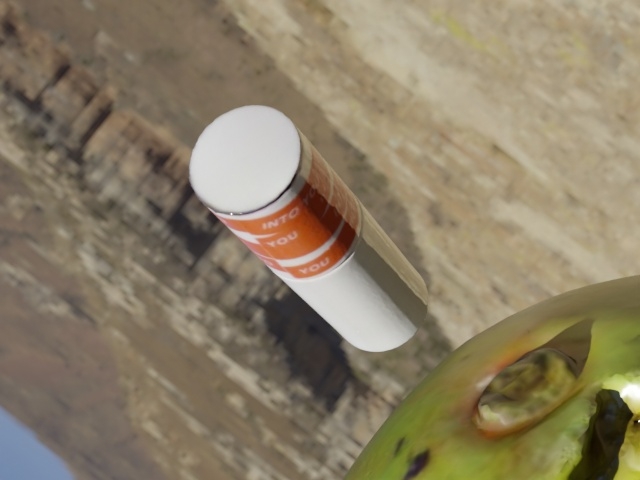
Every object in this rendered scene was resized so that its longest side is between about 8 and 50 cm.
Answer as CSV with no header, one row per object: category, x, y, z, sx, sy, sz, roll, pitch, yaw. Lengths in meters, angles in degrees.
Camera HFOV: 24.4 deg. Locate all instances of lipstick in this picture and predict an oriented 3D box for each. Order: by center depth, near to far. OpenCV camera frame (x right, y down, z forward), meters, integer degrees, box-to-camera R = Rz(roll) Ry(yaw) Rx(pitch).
lipstick,0.000,0.000,0.505,0.038,0.038,0.130,33,173,30

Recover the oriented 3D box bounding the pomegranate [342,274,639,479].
pomegranate,0.135,0.173,0.602,0.216,0.310,0.358,30,156,55
